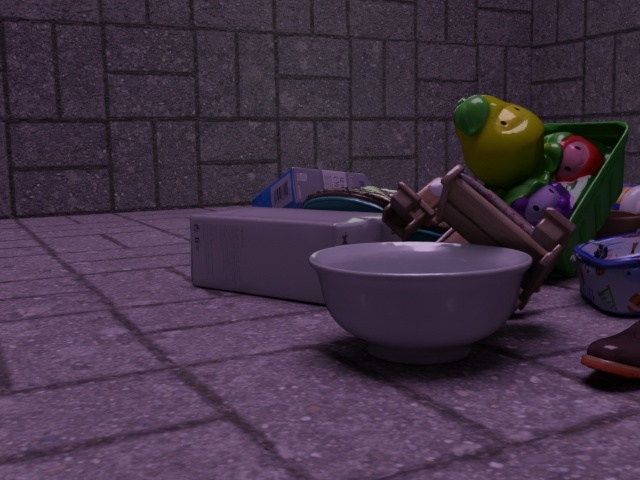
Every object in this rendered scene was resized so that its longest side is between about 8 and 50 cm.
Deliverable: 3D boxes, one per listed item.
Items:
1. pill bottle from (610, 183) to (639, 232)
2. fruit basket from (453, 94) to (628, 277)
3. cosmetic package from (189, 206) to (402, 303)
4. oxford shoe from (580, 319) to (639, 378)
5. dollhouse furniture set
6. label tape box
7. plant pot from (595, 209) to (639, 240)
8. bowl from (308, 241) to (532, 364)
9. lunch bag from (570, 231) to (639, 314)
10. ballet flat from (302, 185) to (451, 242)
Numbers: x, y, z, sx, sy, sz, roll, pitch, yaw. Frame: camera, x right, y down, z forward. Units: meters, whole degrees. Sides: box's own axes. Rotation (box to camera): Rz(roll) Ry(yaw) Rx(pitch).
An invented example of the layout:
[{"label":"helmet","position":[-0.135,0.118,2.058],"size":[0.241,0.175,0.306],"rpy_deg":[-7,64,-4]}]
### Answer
[{"label":"pill bottle","position":[0.884,-0.086,2.124],"size":[0.152,0.152,0.272],"rpy_deg":[-4,7,-20]},{"label":"fruit basket","position":[0.447,-0.157,1.562],"size":[0.392,0.392,0.283],"rpy_deg":[-8,10,-44]},{"label":"cosmetic package","position":[-0.052,0.020,1.456],"size":[0.385,0.156,0.217],"rpy_deg":[7,11,40]},{"label":"oxford shoe","position":[0.419,0.107,0.909],"size":[0.271,0.098,0.097],"rpy_deg":[-6,9,-33]},{"label":"dollhouse furniture set","position":[0.268,-0.070,1.174],"size":[0.174,0.303,0.355],"rpy_deg":[-41,-19,-17]},{"label":"label tape box","position":[0.016,-0.100,2.091],"size":[0.347,0.115,0.249],"rpy_deg":[0,-18,-32]},{"label":"plant pot","position":[0.636,-0.012,1.762],"size":[0.237,0.110,0.237],"rpy_deg":[0,8,0]},{"label":"bowl","position":[0.133,0.084,0.999],"size":[0.297,0.134,0.298],"rpy_deg":[-1,7,0]},{"label":"lunch bag","position":[0.584,0.036,1.255],"size":[0.303,0.115,0.243],"rpy_deg":[-10,7,8]},{"label":"ballet flat","position":[0.196,-0.025,1.519],"size":[0.482,0.164,0.182],"rpy_deg":[16,36,33]}]
